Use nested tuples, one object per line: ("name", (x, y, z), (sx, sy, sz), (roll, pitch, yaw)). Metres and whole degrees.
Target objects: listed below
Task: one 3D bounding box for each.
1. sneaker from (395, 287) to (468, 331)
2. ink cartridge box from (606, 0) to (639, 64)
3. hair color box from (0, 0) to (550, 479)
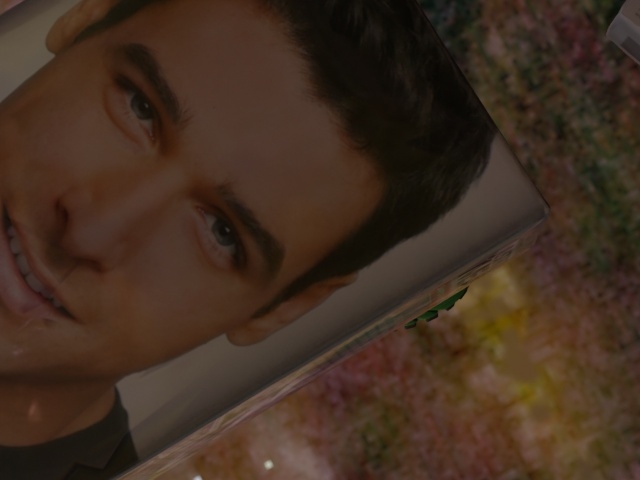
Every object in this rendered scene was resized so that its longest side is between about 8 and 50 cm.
("sneaker", (0.000, 0.000, 1.582), (0.134, 0.343, 0.146), (-93, 13, -60))
("ink cartridge box", (0.327, -0.162, 0.949), (0.189, 0.232, 0.066), (40, 172, 5))
("hair color box", (-0.113, 0.016, 0.628), (0.185, 0.374, 0.113), (58, 179, 9))
